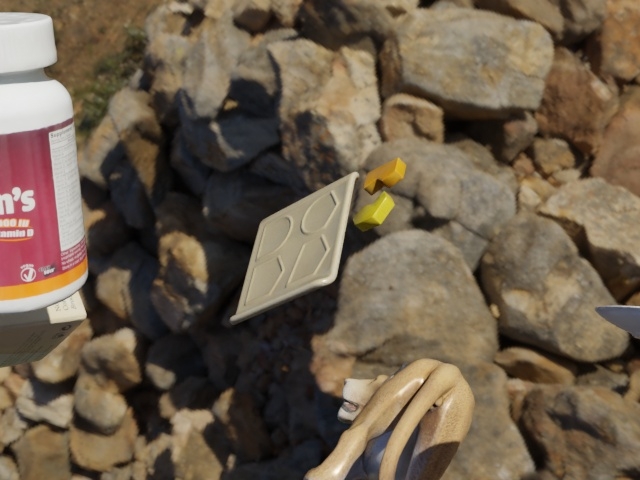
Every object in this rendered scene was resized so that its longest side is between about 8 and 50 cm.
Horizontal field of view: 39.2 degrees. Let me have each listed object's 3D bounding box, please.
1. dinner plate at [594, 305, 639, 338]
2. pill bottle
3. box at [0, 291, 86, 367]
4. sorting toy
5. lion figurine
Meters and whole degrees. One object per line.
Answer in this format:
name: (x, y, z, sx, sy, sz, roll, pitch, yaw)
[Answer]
dinner plate: (0.236, 0.055, 0.534, 0.141, 0.141, 0.017, -1, 80, 49)
pill bottle: (-0.254, -0.063, 0.714, 0.121, 0.121, 0.221, 30, 126, 54)
box: (-0.425, 0.064, 0.943, 0.121, 0.311, 0.148, -37, 71, 35)
sorting toy: (0.000, 0.000, 1.331, 0.307, 0.041, 0.229, -25, 35, 39)
lion figurine: (0.083, 0.196, 0.886, 0.240, 0.142, 0.392, -48, -3, -22)
